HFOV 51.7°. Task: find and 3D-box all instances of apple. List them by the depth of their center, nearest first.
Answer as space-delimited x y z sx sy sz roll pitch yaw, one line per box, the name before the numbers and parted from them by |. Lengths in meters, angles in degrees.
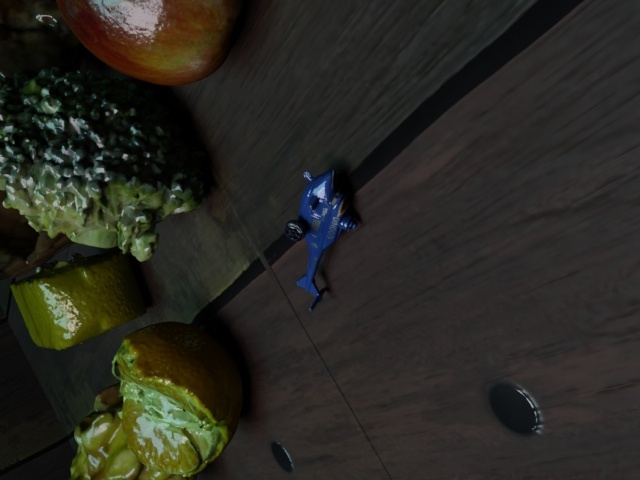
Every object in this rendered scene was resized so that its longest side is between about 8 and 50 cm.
apple | -0.152 -0.232 0.613 0.173 0.160 0.195 37 150 1

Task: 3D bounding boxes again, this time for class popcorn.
popcorn | -0.339 0.393 1.210 0.270 0.224 0.257 47 127 38

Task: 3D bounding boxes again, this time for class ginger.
ginger | -0.470 -0.285 0.927 0.269 0.200 0.223 50 152 -10

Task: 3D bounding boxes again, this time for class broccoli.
broccoli | -0.294 -0.077 0.804 0.288 0.248 0.245 40 133 31

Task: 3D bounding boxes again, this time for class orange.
orange | -0.196 0.216 0.946 0.179 0.158 0.237 24 131 28

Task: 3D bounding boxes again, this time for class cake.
cake | -0.410 0.095 1.143 0.261 0.179 0.156 -5 108 52

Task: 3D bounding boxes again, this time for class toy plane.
toy plane | 0.000 0.000 0.640 0.062 0.054 0.167 23 134 11

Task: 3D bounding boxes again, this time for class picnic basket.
picnic basket | -0.553 -0.071 1.044 0.337 0.337 0.292 -9 107 55
